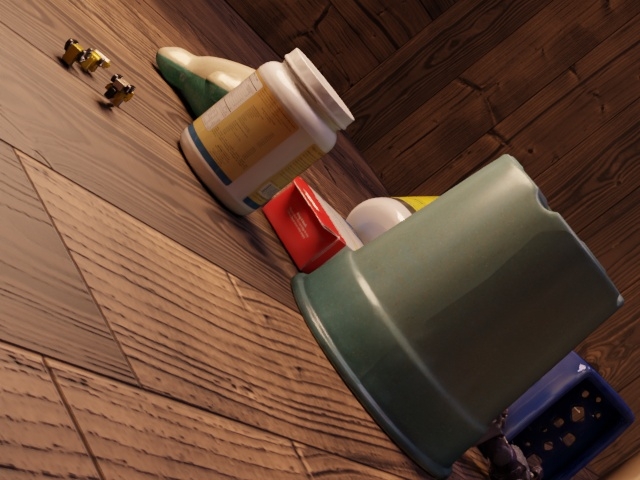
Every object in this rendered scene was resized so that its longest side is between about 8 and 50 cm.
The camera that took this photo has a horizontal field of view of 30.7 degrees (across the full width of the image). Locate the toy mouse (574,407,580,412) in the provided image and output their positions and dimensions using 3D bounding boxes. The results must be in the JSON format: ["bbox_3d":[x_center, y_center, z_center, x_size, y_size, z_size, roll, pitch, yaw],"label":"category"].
[{"bbox_3d":[0.445,0.253,2.291,0.161,0.031,0.143,-126,-167,-68],"label":"toy mouse"}]

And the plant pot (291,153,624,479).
[{"bbox_3d":[0.196,0.083,1.554,0.341,0.334,0.341,51,9,-11],"label":"plant pot"}]

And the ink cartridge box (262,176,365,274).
[{"bbox_3d":[0.000,0.000,1.730,0.231,0.078,0.134,41,13,-53],"label":"ink cartridge box"}]

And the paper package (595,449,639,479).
[{"bbox_3d":[0.376,0.361,1.376,0.168,0.325,0.309,54,7,11],"label":"paper package"}]

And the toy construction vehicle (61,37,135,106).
[{"bbox_3d":[-0.255,-0.190,1.334,0.086,0.035,0.098,40,6,-3],"label":"toy construction vehicle"}]

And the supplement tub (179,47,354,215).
[{"bbox_3d":[-0.070,-0.144,1.538,0.144,0.199,0.144,51,8,-10],"label":"supplement tub"}]

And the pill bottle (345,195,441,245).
[{"bbox_3d":[0.210,0.019,1.931,0.334,0.188,0.188,-2,46,-38],"label":"pill bottle"}]

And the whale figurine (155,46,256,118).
[{"bbox_3d":[-0.137,-0.194,1.761,0.272,0.141,0.216,28,2,15],"label":"whale figurine"}]

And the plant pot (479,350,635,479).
[{"bbox_3d":[0.377,0.284,2.078,0.236,0.236,0.212,43,6,-43],"label":"plant pot"}]

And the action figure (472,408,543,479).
[{"bbox_3d":[0.274,0.320,1.801,0.285,0.099,0.185,49,3,-41],"label":"action figure"}]
